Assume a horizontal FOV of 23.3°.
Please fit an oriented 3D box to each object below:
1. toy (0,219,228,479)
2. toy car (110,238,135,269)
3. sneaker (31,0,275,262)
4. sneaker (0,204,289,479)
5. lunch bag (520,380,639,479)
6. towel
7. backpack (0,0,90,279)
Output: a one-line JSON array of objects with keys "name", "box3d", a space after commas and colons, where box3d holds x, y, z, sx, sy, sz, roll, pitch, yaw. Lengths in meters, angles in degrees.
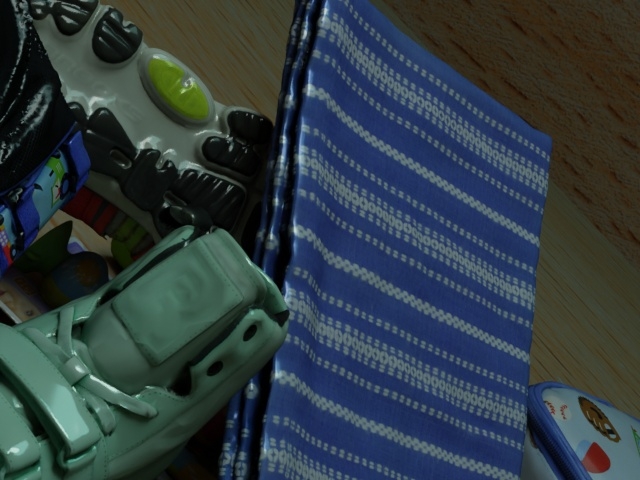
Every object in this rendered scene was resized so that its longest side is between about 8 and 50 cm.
[{"name": "toy", "box3d": [-0.064, 0.079, 0.810, 0.237, 0.056, 0.137, 44, 15, 5]}, {"name": "toy car", "box3d": [0.000, 0.000, 0.937, 0.155, 0.188, 0.149, 49, 15, 23]}, {"name": "sneaker", "box3d": [-0.087, -0.035, 0.806, 0.279, 0.107, 0.118, 44, -21, -24]}, {"name": "sneaker", "box3d": [-0.104, 0.045, 0.608, 0.094, 0.151, 0.256, 48, 16, 14]}, {"name": "lunch bag", "box3d": [0.230, 0.228, 1.061, 0.303, 0.115, 0.243, 23, 26, -50]}, {"name": "towel", "box3d": [0.049, 0.056, 0.804, 0.243, 0.040, 0.336, 28, 63, -47]}, {"name": "backpack", "box3d": [-0.187, -0.017, 0.577, 0.117, 0.158, 0.173, 65, 25, -23]}]
